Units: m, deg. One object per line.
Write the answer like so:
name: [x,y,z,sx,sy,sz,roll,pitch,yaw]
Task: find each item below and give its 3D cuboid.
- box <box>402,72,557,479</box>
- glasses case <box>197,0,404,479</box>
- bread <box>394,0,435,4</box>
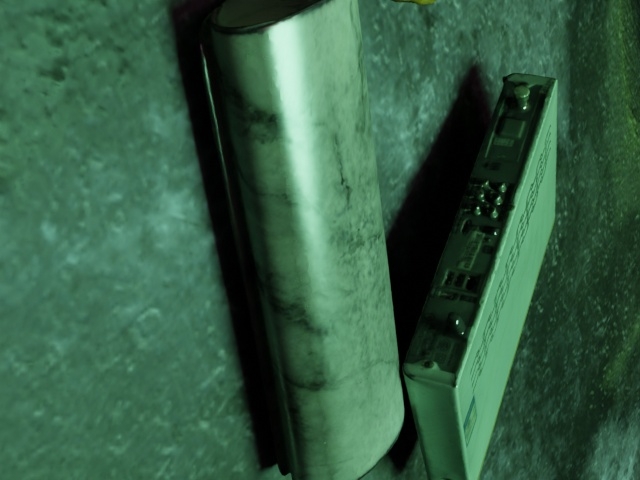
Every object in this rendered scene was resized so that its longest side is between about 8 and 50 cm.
box: [0.124,0.031,0.847,0.211,0.045,0.270,72,34,-54]
glasses case: [0.000,0.000,0.659,0.114,0.060,0.299,-43,134,-46]
bread: [-0.033,-0.154,0.445,0.132,0.172,0.103,47,57,-53]
